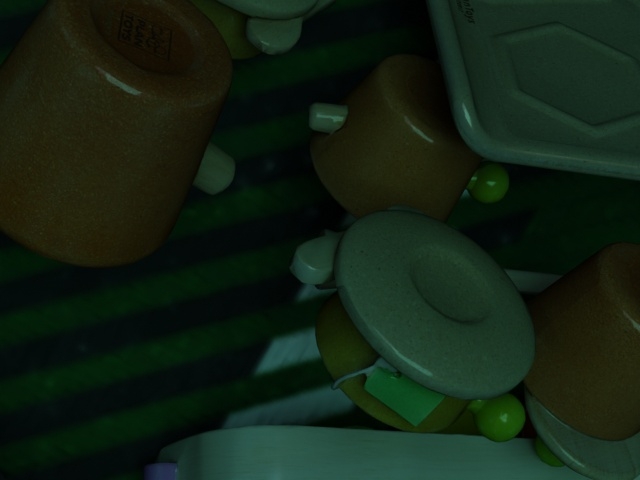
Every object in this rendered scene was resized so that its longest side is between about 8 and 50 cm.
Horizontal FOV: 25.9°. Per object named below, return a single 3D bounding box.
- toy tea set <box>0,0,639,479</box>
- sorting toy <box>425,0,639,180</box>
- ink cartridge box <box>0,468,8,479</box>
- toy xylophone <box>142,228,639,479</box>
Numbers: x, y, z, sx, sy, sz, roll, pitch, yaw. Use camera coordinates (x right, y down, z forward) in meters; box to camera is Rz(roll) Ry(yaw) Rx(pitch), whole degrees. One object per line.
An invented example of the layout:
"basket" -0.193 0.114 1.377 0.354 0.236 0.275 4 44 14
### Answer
"toy tea set" 0.000 0.000 0.590 0.336 0.124 0.200 41 38 5
"sorting toy" 0.138 -0.087 0.637 0.208 0.193 0.038 10 133 -16
"ink cartridge box" -0.160 0.133 0.558 0.093 0.160 0.219 -32 99 -13
"toy xylophone" 0.080 0.127 0.652 0.323 0.081 0.236 13 70 -10
